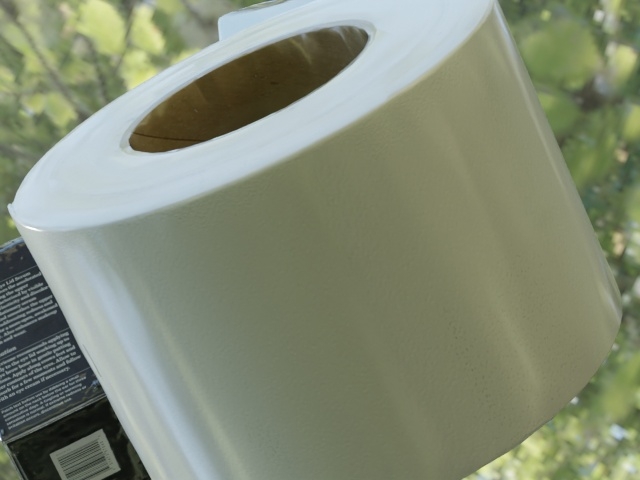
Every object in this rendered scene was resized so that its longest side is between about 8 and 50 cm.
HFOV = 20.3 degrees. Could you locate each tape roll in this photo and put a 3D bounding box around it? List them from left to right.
[{"bbox_3d":[0.000,0.000,0.845,0.246,0.246,0.169,-34,-68,-23],"label":"tape roll"}]

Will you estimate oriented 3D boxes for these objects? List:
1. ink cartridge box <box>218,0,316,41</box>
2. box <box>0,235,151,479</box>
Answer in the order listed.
[{"bbox_3d":[0.019,0.068,1.202,0.091,0.385,0.308,-13,-46,10],"label":"ink cartridge box"},{"bbox_3d":[-0.248,0.123,1.601,0.108,0.207,0.153,-26,-39,-10],"label":"box"}]
